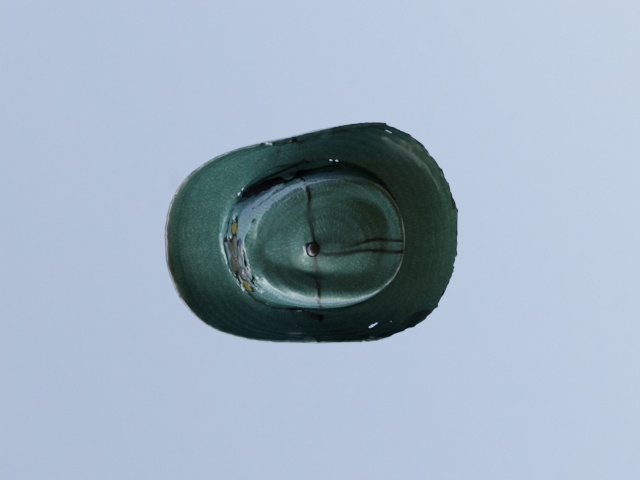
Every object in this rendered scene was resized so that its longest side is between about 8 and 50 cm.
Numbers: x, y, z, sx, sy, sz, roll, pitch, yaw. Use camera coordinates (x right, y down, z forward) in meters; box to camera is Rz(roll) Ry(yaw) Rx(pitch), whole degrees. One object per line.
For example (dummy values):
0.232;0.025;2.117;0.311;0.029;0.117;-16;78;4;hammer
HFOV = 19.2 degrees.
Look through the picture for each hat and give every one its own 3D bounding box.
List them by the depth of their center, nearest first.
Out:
0.000;0.000;1.176;0.191;0.078;0.138;-9;-84;-7;hat
